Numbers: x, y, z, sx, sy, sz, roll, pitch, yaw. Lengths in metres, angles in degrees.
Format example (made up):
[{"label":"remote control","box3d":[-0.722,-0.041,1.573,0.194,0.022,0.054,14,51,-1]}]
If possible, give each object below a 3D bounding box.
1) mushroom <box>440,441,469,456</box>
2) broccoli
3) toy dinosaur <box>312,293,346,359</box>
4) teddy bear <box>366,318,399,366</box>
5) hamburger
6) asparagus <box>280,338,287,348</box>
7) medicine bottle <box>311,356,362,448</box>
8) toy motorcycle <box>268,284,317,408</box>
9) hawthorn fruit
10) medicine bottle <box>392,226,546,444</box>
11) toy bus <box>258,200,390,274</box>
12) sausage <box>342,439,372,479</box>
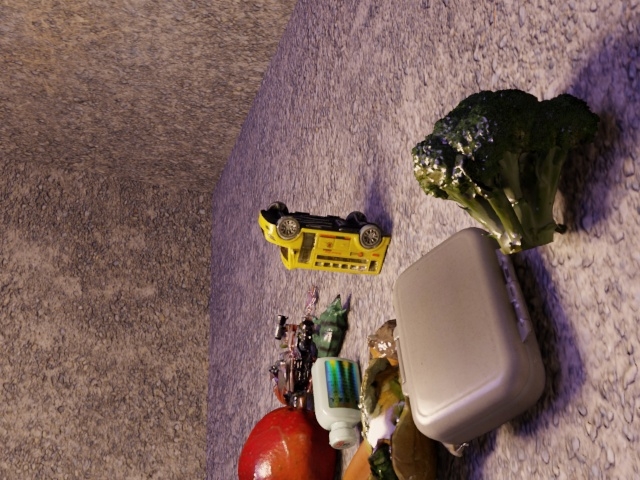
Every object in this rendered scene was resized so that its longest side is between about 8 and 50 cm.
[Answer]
[{"label":"mushroom","box3d":[0.247,0.291,1.573,0.278,0.096,0.099,-98,-13,-46]},{"label":"broccoli","box3d":[0.314,-0.121,1.365,0.321,0.303,0.284,52,-160,-84]},{"label":"toy dinosaur","box3d":[0.017,0.283,2.287,0.120,0.079,0.292,-110,31,-58]},{"label":"teddy bear","box3d":[0.164,0.274,1.790,0.177,0.140,0.190,-135,48,-64]},{"label":"hamburger","box3d":[0.162,0.381,1.611,0.265,0.134,0.285,-33,-62,-72]},{"label":"asparagus","box3d":[-0.094,0.324,2.641,0.041,0.045,0.178,-52,6,-26]},{"label":"medicine bottle","box3d":[0.047,0.415,2.062,0.083,0.121,0.229,121,151,-45]},{"label":"toy motorcycle","box3d":[-0.079,0.330,2.461,0.207,0.134,0.401,-7,76,64]},{"label":"hawthorn fruit","box3d":[-0.083,0.572,2.167,0.265,0.265,0.307,152,130,-67]},{"label":"medicine bottle","box3d":[0.260,0.168,1.469,0.282,0.123,0.375,-37,40,30]},{"label":"toy bus","box3d":[0.000,0.000,2.075,0.144,0.330,0.152,-128,47,-65]},{"label":"sausage","box3d":[0.121,0.513,1.840,0.105,0.105,0.274,-103,29,-48]}]
